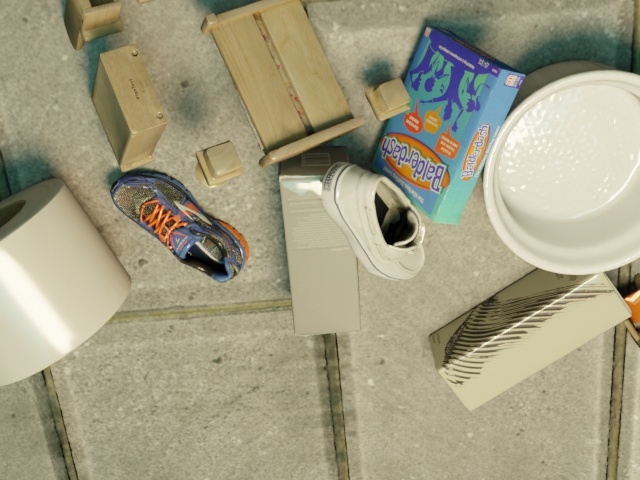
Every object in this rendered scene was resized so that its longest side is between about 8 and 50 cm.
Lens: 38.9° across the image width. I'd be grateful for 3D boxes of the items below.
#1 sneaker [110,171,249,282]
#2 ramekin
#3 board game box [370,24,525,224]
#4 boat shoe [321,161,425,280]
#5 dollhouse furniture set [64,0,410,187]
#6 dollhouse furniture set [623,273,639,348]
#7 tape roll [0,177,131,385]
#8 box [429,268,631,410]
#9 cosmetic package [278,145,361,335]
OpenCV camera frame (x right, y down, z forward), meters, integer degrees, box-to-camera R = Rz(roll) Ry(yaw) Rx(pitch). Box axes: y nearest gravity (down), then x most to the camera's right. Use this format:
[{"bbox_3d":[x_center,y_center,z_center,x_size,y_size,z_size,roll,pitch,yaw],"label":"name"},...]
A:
[{"bbox_3d":[-0.193,-0.018,1.262,0.221,0.087,0.083,32,109,-15],"label":"sneaker"},{"bbox_3d":[0.343,-0.106,1.208,0.277,0.135,0.277,-1,115,-1],"label":"ramekin"},{"bbox_3d":[0.157,-0.150,1.171,0.047,0.160,0.210,4,118,-35],"label":"board game box"},{"bbox_3d":[0.090,-0.011,1.174,0.258,0.084,0.095,39,69,-53],"label":"boat shoe"},{"bbox_3d":[-0.115,-0.234,1.185,0.356,0.174,0.303,-23,88,-20],"label":"dollhouse furniture set"},{"bbox_3d":[0.596,0.117,1.314,0.262,0.135,0.259,-34,111,13],"label":"dollhouse furniture set"},{"bbox_3d":[-0.399,0.051,1.203,0.246,0.246,0.169,-25,113,10],"label":"tape roll"},{"bbox_3d":[0.301,0.126,1.326,0.275,0.113,0.094,-35,109,12],"label":"box"},{"bbox_3d":[0.000,0.000,1.254,0.107,0.127,0.237,-2,112,-1],"label":"cosmetic package"}]
